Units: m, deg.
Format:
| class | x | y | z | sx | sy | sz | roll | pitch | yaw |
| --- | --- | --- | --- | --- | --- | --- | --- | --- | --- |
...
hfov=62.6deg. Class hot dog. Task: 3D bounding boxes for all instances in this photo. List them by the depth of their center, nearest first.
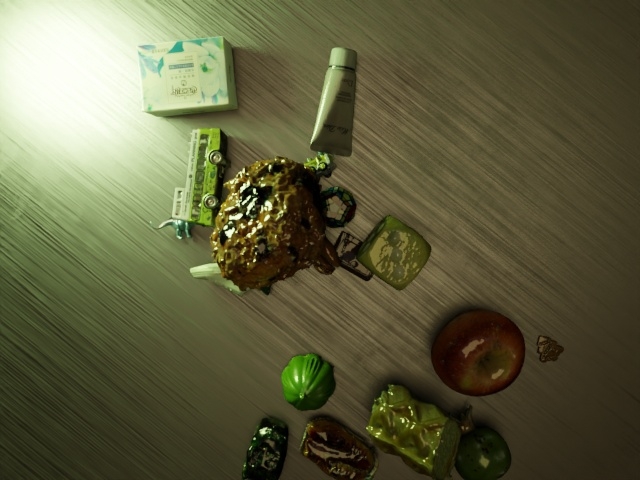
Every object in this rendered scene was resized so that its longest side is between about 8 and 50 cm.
| class | x | y | z | sx | sy | sz | roll | pitch | yaw |
| --- | --- | --- | --- | --- | --- | --- | --- | --- | --- |
| hot dog | 0.007 | 0.077 | 1.669 | 0.083 | 0.058 | 0.035 | 42 | 56 | -1 |
| hot dog | 0.056 | 0.686 | 1.694 | 0.270 | 0.082 | 0.163 | 33 | 97 | 0 |

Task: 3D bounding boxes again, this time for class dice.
| class | x | y | z | sx | sy | sz | roll | pitch | yaw |
| --- | --- | --- | --- | --- | --- | --- | --- | --- | --- |
| dice | 0.218 | 0.037 | 1.579 | 0.166 | 0.169 | 0.169 | 36 | 89 | -5 |

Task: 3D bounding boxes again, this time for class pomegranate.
| class | x | y | z | sx | sy | sz | roll | pitch | yaw |
| --- | --- | --- | --- | --- | --- | --- | --- | --- | --- |
| pomegranate | 0.479 | 0.630 | 1.621 | 0.181 | 0.181 | 0.224 | -24 | 65 | 6 |

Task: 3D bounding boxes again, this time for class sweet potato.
| class | x | y | z | sx | sy | sz | roll | pitch | yaw |
| --- | --- | --- | --- | --- | --- | --- | --- | --- | --- |
| sweet potato | 0.002 | -0.001 | 1.649 | 0.055 | 0.058 | 0.202 | -33 | 76 | 25 |

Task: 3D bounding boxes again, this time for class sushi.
| class | x | y | z | sx | sy | sz | roll | pitch | yaw |
| --- | --- | --- | --- | --- | --- | --- | --- | --- | --- |
| sushi | -0.175 | 0.697 | 1.690 | 0.124 | 0.127 | 0.225 | 16 | 93 | 3 |

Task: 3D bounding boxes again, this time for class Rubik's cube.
| class | x | y | z | sx | sy | sz | roll | pitch | yaw |
| --- | --- | --- | --- | --- | --- | --- | --- | --- | --- |
| Rubik's cube | 0.045 | -0.102 | 1.621 | 0.133 | 0.133 | 0.112 | 13 | 71 | 3 |

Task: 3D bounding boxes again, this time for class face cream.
| class | x | y | z | sx | sy | sz | roll | pitch | yaw |
| --- | --- | --- | --- | --- | --- | --- | --- | --- | --- |
| face cream | 0.051 | -0.423 | 1.612 | 0.143 | 0.089 | 0.314 | 4 | 100 | -25 |

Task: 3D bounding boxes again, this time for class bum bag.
| class | x | y | z | sx | sy | sz | roll | pitch | yaw |
| --- | --- | --- | --- | --- | --- | --- | --- | --- | --- |
| bum bag | 0.112 | 0.051 | 1.674 | 0.159 | 0.026 | 0.109 | 30 | 96 | -4 |

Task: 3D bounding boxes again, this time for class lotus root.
| class | x | y | z | sx | sy | sz | roll | pitch | yaw |
| --- | --- | --- | --- | --- | --- | --- | --- | --- | --- |
| lotus root | -0.045 | 0.460 | 1.641 | 0.186 | 0.186 | 0.186 | 0 | 94 | 4 |

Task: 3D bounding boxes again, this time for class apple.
| class | x | y | z | sx | sy | sz | roll | pitch | yaw |
| --- | --- | --- | --- | --- | --- | --- | --- | --- | --- |
| apple | 0.471 | 0.334 | 1.578 | 0.251 | 0.206 | 0.272 | 33 | 99 | -9 |

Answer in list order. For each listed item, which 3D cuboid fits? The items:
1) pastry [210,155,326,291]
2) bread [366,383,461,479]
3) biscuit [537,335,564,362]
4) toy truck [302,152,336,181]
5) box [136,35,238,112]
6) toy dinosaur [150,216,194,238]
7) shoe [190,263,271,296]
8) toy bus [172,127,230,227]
| class | x | y | z | sx | sy | sz | roll | pitch | yaw |
| --- | --- | --- | --- | --- | --- | --- | --- | --- | --- |
| pastry | -0.136 | -0.049 | 1.500 | 0.337 | 0.292 | 0.405 | 7 | 70 | 43 |
| bread | 0.283 | 0.574 | 1.572 | 0.252 | 0.196 | 0.239 | 12 | 91 | 41 |
| biscuit | 0.715 | 0.337 | 1.650 | 0.082 | 0.016 | 0.092 | -30 | 93 | 6 |
| toy truck | -0.008 | -0.233 | 1.640 | 0.111 | 0.076 | 0.077 | -27 | 72 | 5 |
| box | -0.408 | -0.500 | 1.623 | 0.274 | 0.116 | 0.203 | -4 | 95 | 5 |
| toy dinosaur | -0.450 | -0.046 | 1.698 | 0.197 | 0.045 | 0.080 | -3 | 85 | -3 |
| shoe | -0.280 | 0.128 | 1.673 | 0.265 | 0.095 | 0.110 | -3 | 95 | 2 |
| toy bus | -0.365 | -0.194 | 1.639 | 0.139 | 0.113 | 0.302 | 6 | 87 | 4 |
